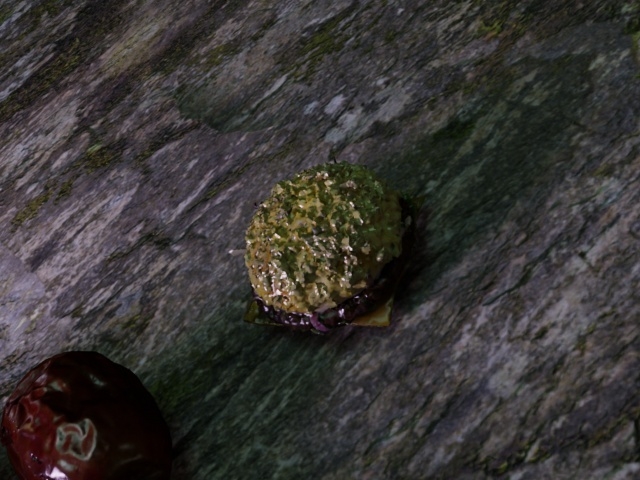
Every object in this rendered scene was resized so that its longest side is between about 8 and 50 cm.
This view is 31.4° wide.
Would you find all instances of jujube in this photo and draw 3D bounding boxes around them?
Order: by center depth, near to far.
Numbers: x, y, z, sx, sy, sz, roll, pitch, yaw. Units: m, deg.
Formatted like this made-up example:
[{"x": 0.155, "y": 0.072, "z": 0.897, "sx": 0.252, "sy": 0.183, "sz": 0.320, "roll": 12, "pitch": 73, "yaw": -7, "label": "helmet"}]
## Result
[{"x": -0.279, "y": 0.237, "z": 1.365, "sx": 0.183, "sy": 0.183, "sz": 0.243, "roll": -45, "pitch": 46, "yaw": -9, "label": "jujube"}]

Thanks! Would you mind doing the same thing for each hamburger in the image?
[{"x": 0.000, "y": 0.000, "z": 1.400, "sx": 0.261, "sy": 0.139, "sz": 0.243, "roll": -8, "pitch": 47, "yaw": 31, "label": "hamburger"}]
